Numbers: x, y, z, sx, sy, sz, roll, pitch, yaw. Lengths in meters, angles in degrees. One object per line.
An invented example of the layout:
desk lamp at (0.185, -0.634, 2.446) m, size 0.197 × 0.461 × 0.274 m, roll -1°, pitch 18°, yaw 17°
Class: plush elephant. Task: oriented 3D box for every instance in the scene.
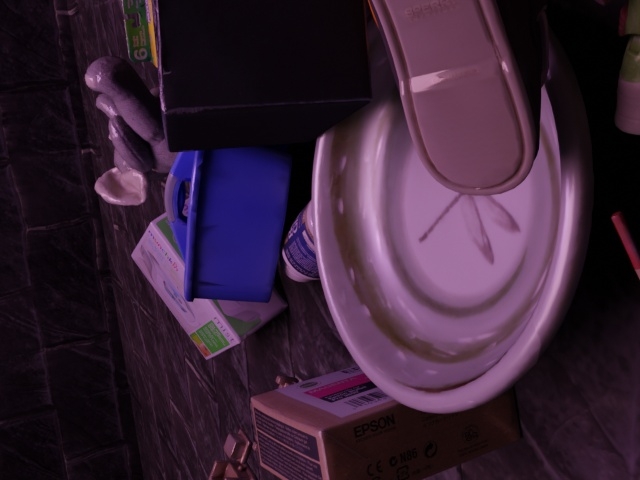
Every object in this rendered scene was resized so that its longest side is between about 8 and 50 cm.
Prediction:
plush elephant at (-0.317, -0.208, 1.346) m, size 0.255 × 0.272 × 0.330 m, roll -6°, pitch 121°, yaw 39°

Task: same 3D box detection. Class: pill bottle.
pill bottle at (0.000, 0.000, 0.993) m, size 0.169 × 0.094 × 0.094 m, roll -46°, pitch 60°, yaw 60°

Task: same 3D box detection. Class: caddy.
caddy at (-0.146, -0.057, 1.079) m, size 0.241 × 0.179 × 0.341 m, roll -88°, pitch 8°, yaw -49°

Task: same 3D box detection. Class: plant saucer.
plant saucer at (0.122, -0.042, 0.685) m, size 0.400 × 0.100 × 0.401 m, roll 0°, pitch 90°, yaw 62°

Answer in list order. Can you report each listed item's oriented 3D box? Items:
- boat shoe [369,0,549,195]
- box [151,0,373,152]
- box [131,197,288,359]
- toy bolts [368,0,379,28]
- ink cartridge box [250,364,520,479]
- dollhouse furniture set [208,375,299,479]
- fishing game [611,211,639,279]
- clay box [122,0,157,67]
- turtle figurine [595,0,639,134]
boat shoe at (0.074, -0.186, 0.426) m, size 0.112 × 0.095 × 0.335 m, roll -2°, pitch 127°, yaw 25°
box at (-0.076, -0.248, 0.691) m, size 0.296 × 0.182 × 0.294 m, roll -172°, pitch 78°, yaw -79°
box at (-0.212, 0.071, 1.335) m, size 0.262 × 0.126 × 0.231 m, roll 54°, pitch 152°, yaw -1°
toy bolts at (0.113, -0.271, 0.525) m, size 0.158 × 0.228 × 0.218 m, roll -13°, pitch 115°, yaw 30°
ink cartridge box at (0.065, 0.197, 0.790) m, size 0.193 × 0.234 × 0.088 m, roll -4°, pitch 98°, yaw 63°
dollhouse furniture set at (-0.016, 0.350, 1.231) m, size 0.303 × 0.173 × 0.356 m, roll 34°, pitch 106°, yaw 55°
fishing game at (0.300, 0.035, 0.402) m, size 0.264 × 0.041 × 0.189 m, roll -8°, pitch 115°, yaw 55°
clay box at (-0.173, -0.329, 1.048) m, size 0.053 × 0.222 × 0.127 m, roll 42°, pitch 140°, yaw 51°
turtle figurine at (0.245, -0.199, 0.408) m, size 0.197 × 0.275 × 0.266 m, roll 2°, pitch 130°, yaw 34°
